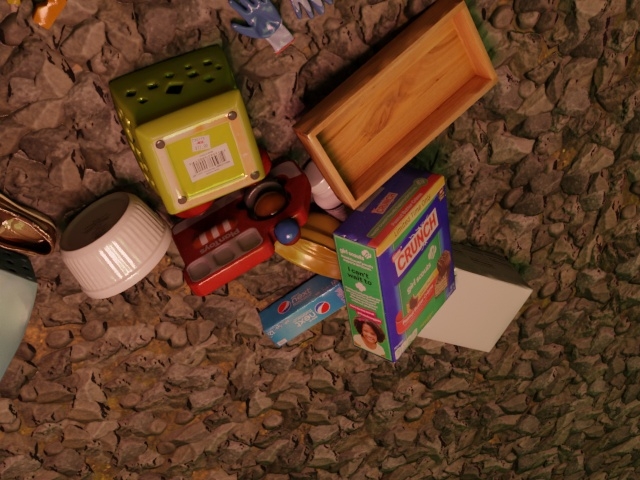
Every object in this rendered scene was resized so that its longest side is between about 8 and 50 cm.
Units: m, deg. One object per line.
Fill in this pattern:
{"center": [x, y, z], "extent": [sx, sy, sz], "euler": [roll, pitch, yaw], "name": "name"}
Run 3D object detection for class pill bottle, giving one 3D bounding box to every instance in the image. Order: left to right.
{"center": [0.053, -0.099, 1.892], "extent": [0.108, 0.108, 0.193], "euler": [-46, 129, 12], "name": "pill bottle"}

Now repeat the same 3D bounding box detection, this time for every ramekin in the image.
{"center": [-0.399, 0.000, 1.705], "extent": [0.207, 0.207, 0.109], "euler": [-33, 122, 1], "name": "ramekin"}

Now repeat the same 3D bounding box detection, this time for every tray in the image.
{"center": [0.154, -0.274, 1.769], "extent": [0.411, 0.076, 0.203], "euler": [-41, 127, -9], "name": "tray"}

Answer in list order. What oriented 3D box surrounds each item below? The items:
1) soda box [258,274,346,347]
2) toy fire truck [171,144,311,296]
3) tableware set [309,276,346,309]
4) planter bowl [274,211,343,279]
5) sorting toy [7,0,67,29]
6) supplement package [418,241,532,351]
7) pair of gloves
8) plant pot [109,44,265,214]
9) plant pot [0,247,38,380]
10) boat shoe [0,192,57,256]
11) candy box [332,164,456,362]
{"center": [-0.034, 0.152, 2.045], "extent": [0.210, 0.071, 0.067], "euler": [-33, 127, 8], "name": "soda box"}
{"center": [-0.148, -0.034, 1.751], "extent": [0.302, 0.254, 0.169], "euler": [-29, 131, -5], "name": "toy fire truck"}
{"center": [0.053, 0.095, 2.090], "extent": [0.141, 0.020, 0.169], "euler": [35, 108, -33], "name": "tableware set"}
{"center": [0.000, 0.000, 1.923], "extent": [0.217, 0.217, 0.090], "euler": [37, 68, -38], "name": "planter bowl"}
{"center": [-0.422, -0.506, 1.434], "extent": [0.229, 0.041, 0.307], "euler": [28, 110, -41], "name": "sorting toy"}
{"center": [0.338, 0.133, 2.165], "extent": [0.261, 0.145, 0.204], "euler": [16, 116, -32], "name": "supplement package"}
{"center": [-0.074, -0.441, 1.645], "extent": [0.198, 0.023, 0.159], "euler": [-40, 128, 6], "name": "pair of gloves"}
{"center": [-0.232, -0.191, 1.634], "extent": [0.228, 0.207, 0.227], "euler": [-22, 129, -9], "name": "plant pot"}
{"center": [-0.656, 0.133, 1.715], "extent": [0.165, 0.165, 0.234], "euler": [26, 103, -36], "name": "plant pot"}
{"center": [-0.605, -0.038, 1.649], "extent": [0.257, 0.095, 0.095], "euler": [20, 114, -34], "name": "boat shoe"}
{"center": [0.163, 0.046, 1.867], "extent": [0.268, 0.122, 0.317], "euler": [-45, 137, -36], "name": "candy box"}
